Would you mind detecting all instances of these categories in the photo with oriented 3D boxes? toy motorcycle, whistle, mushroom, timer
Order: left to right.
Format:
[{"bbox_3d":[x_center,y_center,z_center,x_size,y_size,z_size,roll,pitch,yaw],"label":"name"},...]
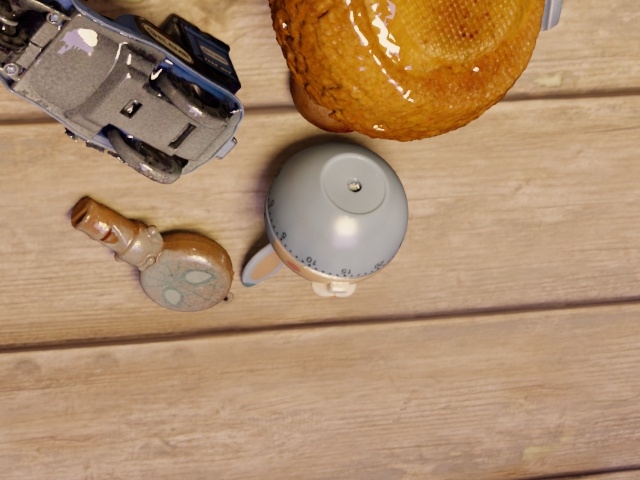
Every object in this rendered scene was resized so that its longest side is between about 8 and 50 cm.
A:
[{"bbox_3d":[-0.222,-0.184,1.515,0.359,0.212,0.125,28,116,-39],"label":"toy motorcycle"},{"bbox_3d":[-0.184,0.016,1.800,0.220,0.057,0.107,31,130,-30],"label":"whistle"},{"bbox_3d":[0.005,0.008,1.776,0.175,0.175,0.255,2,131,-18],"label":"timer"},{"bbox_3d":[0.030,-0.149,1.702,0.130,0.072,0.088,30,112,-34],"label":"mushroom"}]

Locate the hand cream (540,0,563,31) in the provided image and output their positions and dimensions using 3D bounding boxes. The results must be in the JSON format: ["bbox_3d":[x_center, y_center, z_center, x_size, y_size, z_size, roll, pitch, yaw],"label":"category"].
[{"bbox_3d":[0.139,-0.238,1.679,0.256,0.055,0.088,-13,135,-13],"label":"hand cream"}]

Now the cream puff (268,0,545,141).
[{"bbox_3d":[0.071,-0.243,1.517,0.303,0.212,0.303,-5,98,-37],"label":"cream puff"}]
